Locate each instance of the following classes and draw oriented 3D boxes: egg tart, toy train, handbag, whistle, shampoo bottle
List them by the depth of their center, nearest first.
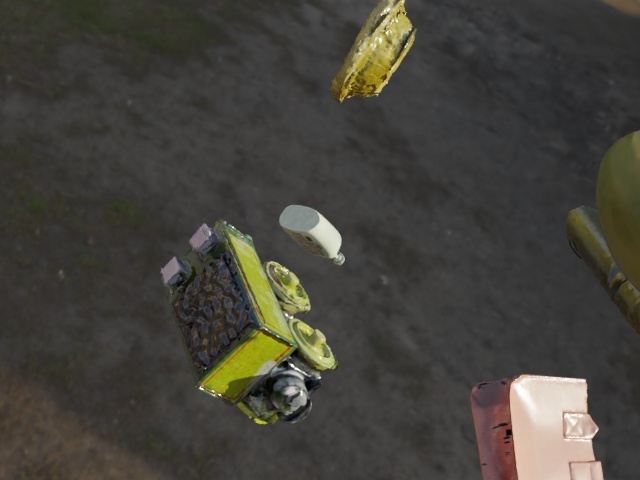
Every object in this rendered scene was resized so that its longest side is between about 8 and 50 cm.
[{"bbox_3d":[0.235,0.249,1.144,0.157,0.059,0.212,8,70,-42],"label":"handbag"},{"bbox_3d":[0.352,0.043,1.279,0.068,0.057,0.326,53,9,-19],"label":"whistle"},{"bbox_3d":[-0.091,0.106,1.357,0.177,0.134,0.261,33,19,-39],"label":"toy train"},{"bbox_3d":[0.086,-0.282,1.656,0.074,0.191,0.191,33,30,0],"label":"egg tart"},{"bbox_3d":[0.000,0.000,1.689,0.077,0.045,0.152,11,-22,34],"label":"shampoo bottle"}]

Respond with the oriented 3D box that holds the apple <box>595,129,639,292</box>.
[{"bbox_3d":[0.405,-0.043,1.012,0.254,0.292,0.292,47,12,-40],"label":"apple"}]
